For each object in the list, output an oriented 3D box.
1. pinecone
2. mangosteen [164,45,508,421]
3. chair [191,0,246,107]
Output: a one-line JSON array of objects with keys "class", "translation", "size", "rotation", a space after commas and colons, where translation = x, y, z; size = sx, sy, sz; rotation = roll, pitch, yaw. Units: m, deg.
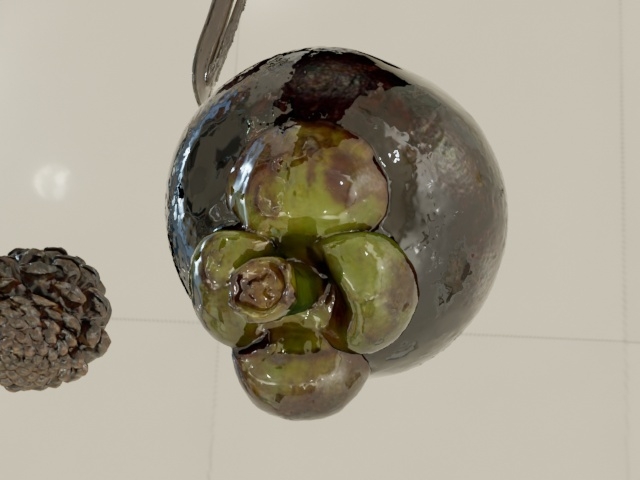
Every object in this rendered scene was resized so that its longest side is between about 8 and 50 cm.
[{"class": "pinecone", "translation": [-0.403, 0.101, 1.478], "size": [0.221, 0.221, 0.222], "rotation": [0, 78, -1]}, {"class": "mangosteen", "translation": [0.011, 0.001, 0.866], "size": [0.296, 0.297, 0.314], "rotation": [2, 62, 0]}, {"class": "chair", "translation": [-0.141, -0.332, 1.195], "size": [0.183, 0.175, 0.327], "rotation": [26, 94, -7]}]
